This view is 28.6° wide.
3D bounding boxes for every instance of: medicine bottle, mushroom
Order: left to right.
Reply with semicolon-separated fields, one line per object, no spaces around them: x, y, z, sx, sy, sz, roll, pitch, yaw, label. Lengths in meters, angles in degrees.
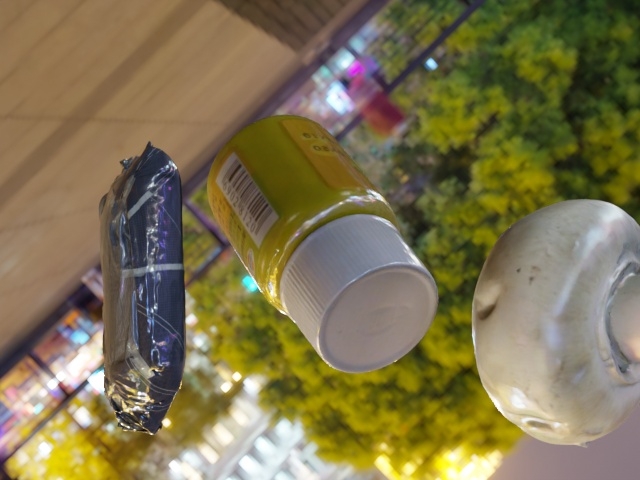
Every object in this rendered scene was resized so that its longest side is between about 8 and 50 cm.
0.000;0.000;1.803;0.224;0.224;0.384;-43;-137;6;medicine bottle
0.344;0.079;1.576;0.356;0.315;0.315;-41;-179;3;mushroom

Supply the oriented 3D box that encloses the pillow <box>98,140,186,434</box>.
-0.209;0.057;1.461;0.092;0.335;0.161;0;169;-21;pillow
